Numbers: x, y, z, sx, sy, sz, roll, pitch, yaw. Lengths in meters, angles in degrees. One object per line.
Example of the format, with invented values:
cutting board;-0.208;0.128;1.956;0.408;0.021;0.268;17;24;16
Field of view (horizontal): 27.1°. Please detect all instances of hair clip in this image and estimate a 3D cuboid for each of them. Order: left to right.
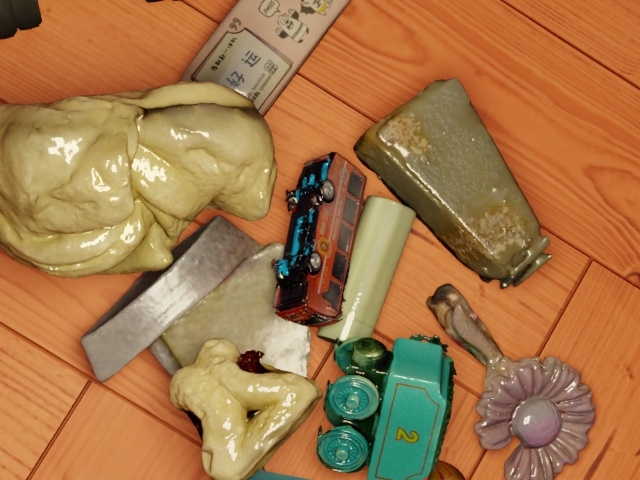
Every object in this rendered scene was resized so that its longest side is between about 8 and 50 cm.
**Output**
hair clip;0.249;0.185;1.780;0.173;0.069;0.300;-38;90;-11

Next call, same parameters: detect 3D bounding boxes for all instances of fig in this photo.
fig;0.159;0.312;1.767;0.050;0.050;0.083;-36;70;-11

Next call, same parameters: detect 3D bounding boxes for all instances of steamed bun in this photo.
steamed bun;-0.251;-0.072;1.617;0.372;0.325;0.230;-7;91;-25
steamed bun;-0.105;0.197;1.619;0.155;0.141;0.172;43;84;8

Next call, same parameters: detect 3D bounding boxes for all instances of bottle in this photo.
bottle;0.061;0.045;1.768;0.072;0.072;0.201;21;81;-5

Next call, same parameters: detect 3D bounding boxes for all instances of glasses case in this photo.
glasses case;-0.068;-0.275;1.785;0.122;0.075;0.314;37;79;0

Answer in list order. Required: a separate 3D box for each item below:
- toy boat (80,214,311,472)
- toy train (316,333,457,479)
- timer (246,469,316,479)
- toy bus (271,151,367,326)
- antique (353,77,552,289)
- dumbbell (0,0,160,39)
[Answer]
toy boat;-0.132;0.117;1.724;0.293;0.111;0.276;34;79;-16
toy train;0.083;0.216;1.694;0.163;0.112;0.203;11;123;3
timer;-0.021;0.423;1.680;0.250;0.091;0.232;10;95;-11
toy bus;0.000;0.000;1.727;0.096;0.073;0.235;30;59;-37
antique;0.188;-0.063;1.772;0.150;0.125;0.284;-38;90;-11
dumbbell;-0.309;-0.374;1.707;0.388;0.185;0.185;-13;85;-10
